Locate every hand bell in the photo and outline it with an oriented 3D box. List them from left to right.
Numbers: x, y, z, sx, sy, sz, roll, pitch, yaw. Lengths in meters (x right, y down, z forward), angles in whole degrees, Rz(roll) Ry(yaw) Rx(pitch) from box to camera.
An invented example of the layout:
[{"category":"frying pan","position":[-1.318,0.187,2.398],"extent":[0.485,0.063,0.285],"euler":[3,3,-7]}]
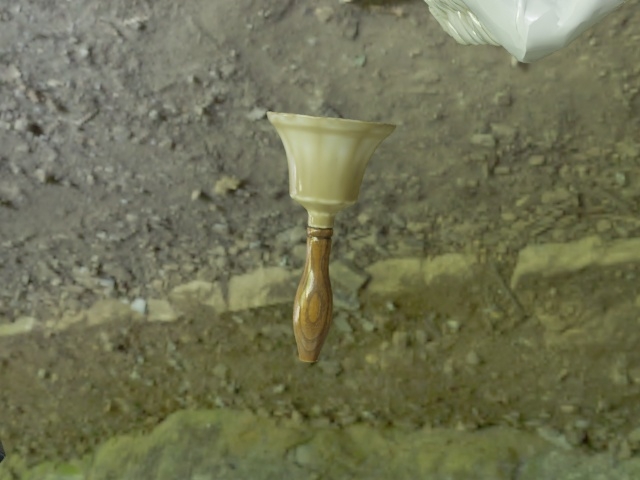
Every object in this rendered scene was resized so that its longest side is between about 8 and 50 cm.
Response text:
[{"category":"hand bell","position":[0.000,0.000,0.855],"extent":[0.126,0.242,0.126],"euler":[5,-172,-1]}]

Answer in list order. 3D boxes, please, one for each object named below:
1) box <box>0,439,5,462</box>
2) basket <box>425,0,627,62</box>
[{"category":"box","position":[-0.384,0.159,0.782],"extent":[0.156,0.093,0.158],"euler":[43,172,-30]},{"category":"basket","position":[0.117,-0.316,0.443],"extent":[0.331,0.328,0.266],"euler":[-39,-173,10]}]
